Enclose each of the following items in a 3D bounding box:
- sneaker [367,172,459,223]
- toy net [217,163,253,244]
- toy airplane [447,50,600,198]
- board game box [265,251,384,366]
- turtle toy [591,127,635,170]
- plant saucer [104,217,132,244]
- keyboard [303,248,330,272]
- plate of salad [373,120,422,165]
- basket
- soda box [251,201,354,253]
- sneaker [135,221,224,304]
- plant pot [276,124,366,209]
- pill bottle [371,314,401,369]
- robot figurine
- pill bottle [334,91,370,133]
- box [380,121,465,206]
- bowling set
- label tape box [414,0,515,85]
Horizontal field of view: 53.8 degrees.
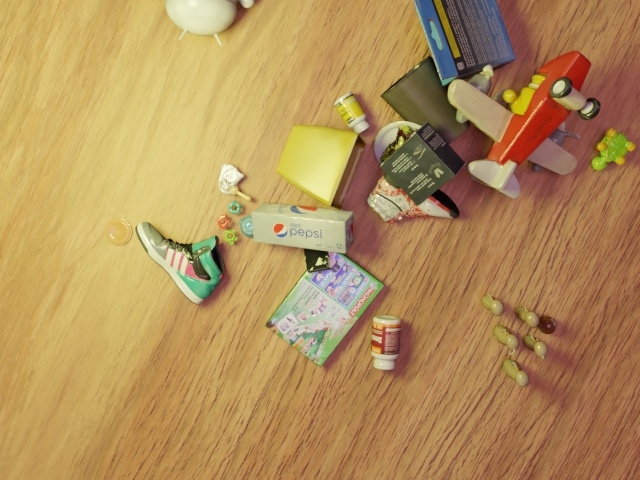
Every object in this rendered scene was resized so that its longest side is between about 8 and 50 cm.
[{"bbox_3d":[0.270,-0.103,1.869,0.270,0.090,0.145,25,124,-22],"label":"sneaker"},{"bbox_3d":[-0.260,-0.111,1.880,0.122,0.045,0.232,-18,93,3],"label":"toy net"},{"bbox_3d":[0.546,-0.318,1.758,0.384,0.272,0.386,-15,129,-2],"label":"toy airplane"},{"bbox_3d":[0.011,0.193,1.903,0.213,0.046,0.317,38,93,-4],"label":"board game box"},{"bbox_3d":[0.855,-0.264,1.864,0.095,0.066,0.130,35,94,-3],"label":"turtle toy"},{"bbox_3d":[-0.609,-0.027,1.897,0.083,0.013,0.083,0,94,-1],"label":"plant saucer"},{"bbox_3d":[0.000,0.000,1.866,0.108,0.023,0.180,-12,77,22],"label":"keyboard"},{"bbox_3d":[0.246,-0.250,1.819,0.200,0.048,0.200,15,132,17],"label":"plate of salad"},{"bbox_3d":[0.310,-0.383,1.808,0.204,0.154,0.227,-44,100,-30],"label":"basket"},{"bbox_3d":[-0.050,-0.040,1.807,0.286,0.091,0.098,6,116,19],"label":"soda box"},{"bbox_3d":[-0.387,0.027,1.845,0.178,0.124,0.295,-38,102,7],"label":"sneaker"},{"bbox_3d":[-0.003,-0.224,1.800,0.187,0.212,0.212,23,94,9],"label":"plant pot"},{"bbox_3d":[0.196,0.306,1.893,0.086,0.086,0.152,3,94,-1],"label":"pill bottle"},{"bbox_3d":[-0.329,-0.728,1.750,0.300,0.200,0.353,0,95,-17],"label":"robot figurine"},{"bbox_3d":[0.095,-0.371,1.850,0.065,0.065,0.116,-34,94,2],"label":"pill bottle"},{"bbox_3d":[0.279,-0.207,1.724,0.158,0.093,0.156,48,133,0],"label":"box"},{"bbox_3d":[0.612,0.266,1.859,0.200,0.154,0.287,-22,95,2],"label":"bowling set"},{"bbox_3d":[0.367,-0.565,1.734,0.334,0.106,0.240,-23,95,-34],"label":"label tape box"}]
